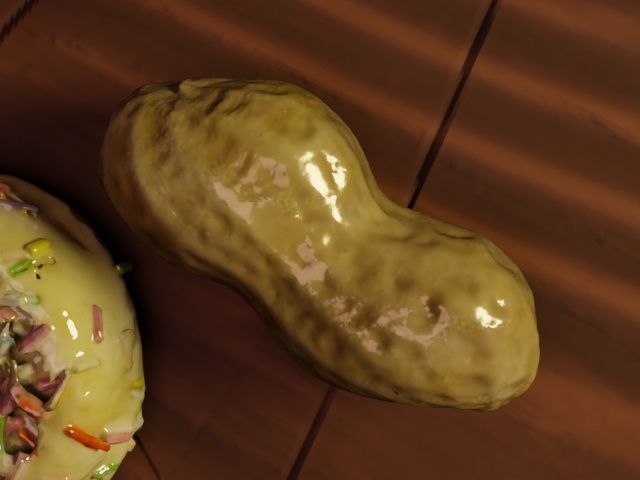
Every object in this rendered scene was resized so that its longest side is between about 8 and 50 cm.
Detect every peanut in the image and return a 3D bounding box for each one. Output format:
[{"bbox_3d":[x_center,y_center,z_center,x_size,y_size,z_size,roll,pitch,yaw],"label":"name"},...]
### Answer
[{"bbox_3d":[0.001,-0.001,0.551,0.193,0.089,0.089,36,110,5],"label":"peanut"}]

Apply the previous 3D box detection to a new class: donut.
[{"bbox_3d":[-0.159,0.051,0.625,0.175,0.068,0.174,3,101,19],"label":"donut"}]
